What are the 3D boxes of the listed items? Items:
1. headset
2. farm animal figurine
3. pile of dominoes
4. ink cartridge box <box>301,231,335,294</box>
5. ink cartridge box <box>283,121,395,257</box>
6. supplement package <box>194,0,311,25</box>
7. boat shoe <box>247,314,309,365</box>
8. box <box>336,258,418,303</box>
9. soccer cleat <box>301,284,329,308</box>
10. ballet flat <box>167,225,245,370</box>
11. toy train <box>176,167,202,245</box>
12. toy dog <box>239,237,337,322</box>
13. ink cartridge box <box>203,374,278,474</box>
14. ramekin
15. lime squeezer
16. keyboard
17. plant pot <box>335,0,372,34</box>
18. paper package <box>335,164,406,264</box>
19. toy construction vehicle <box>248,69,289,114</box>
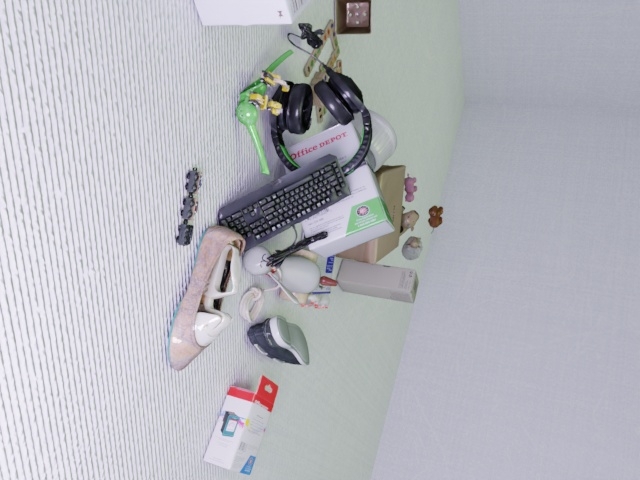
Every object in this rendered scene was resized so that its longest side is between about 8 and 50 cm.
[{"bbox_3d":[-0.004,-0.341,1.344,0.185,0.244,0.393,-17,97,-78],"label":"headset"},{"bbox_3d":[0.325,-0.098,2.237,0.326,0.331,0.172,-61,174,34],"label":"farm animal figurine"},{"bbox_3d":[0.028,-0.494,1.591,0.196,0.040,0.251,67,38,-52],"label":"pile of dominoes"},{"bbox_3d":[0.000,0.000,1.676,0.165,0.065,0.332,14,84,-68],"label":"ink cartridge box"},{"bbox_3d":[0.044,-0.130,1.401,0.121,0.211,0.288,33,39,-67],"label":"ink cartridge box"},{"bbox_3d":[-0.111,-0.560,1.020,0.198,0.200,0.262,75,32,-44],"label":"supplement package"},{"bbox_3d":[-0.108,0.283,1.496,0.302,0.091,0.114,59,17,-55],"label":"boat shoe"},{"bbox_3d":[0.208,0.147,1.954,0.113,0.276,0.094,63,41,-57],"label":"box"},{"bbox_3d":[-0.021,0.173,1.701,0.196,0.068,0.076,29,58,-68],"label":"soccer cleat"},{"bbox_3d":[-0.228,0.121,1.116,0.107,0.106,0.315,32,69,-66],"label":"ballet flat"},{"bbox_3d":[-0.259,-0.067,1.076,0.036,0.027,0.158,11,88,-71],"label":"toy train"},{"bbox_3d":[-0.064,0.092,1.428,0.334,0.161,0.219,-22,118,-65],"label":"toy dog"},{"bbox_3d":[-0.194,0.456,1.360,0.134,0.078,0.230,61,43,-57],"label":"ink cartridge box"},{"bbox_3d":[0.126,-0.303,1.696,0.109,0.207,0.207,-57,149,-29],"label":"ramekin"},{"bbox_3d":[-0.130,-0.313,1.214,0.110,0.059,0.310,15,78,-24],"label":"lime squeezer"},{"bbox_3d":[-0.067,-0.050,1.254,0.317,0.033,0.201,-29,117,-14],"label":"keyboard"},{"bbox_3d":[0.106,-0.686,1.637,0.096,0.109,0.109,-64,155,-63],"label":"plant pot"},{"bbox_3d":[0.180,-0.107,1.938,0.309,0.168,0.324,-28,124,-63],"label":"paper package"},{"bbox_3d":[-0.108,-0.323,1.181,0.098,0.035,0.085,22,75,-54],"label":"toy construction vehicle"}]
